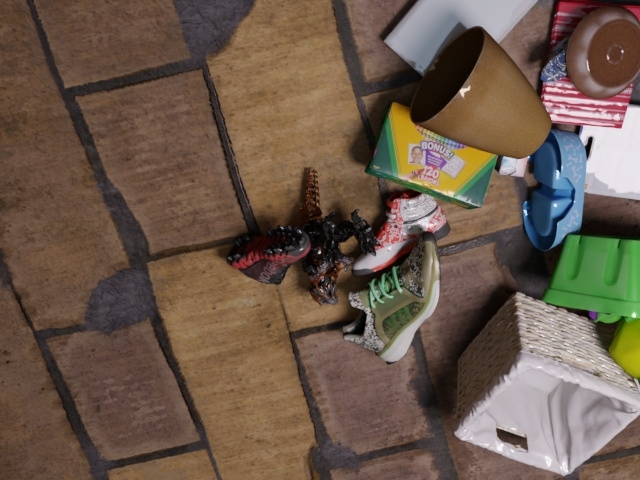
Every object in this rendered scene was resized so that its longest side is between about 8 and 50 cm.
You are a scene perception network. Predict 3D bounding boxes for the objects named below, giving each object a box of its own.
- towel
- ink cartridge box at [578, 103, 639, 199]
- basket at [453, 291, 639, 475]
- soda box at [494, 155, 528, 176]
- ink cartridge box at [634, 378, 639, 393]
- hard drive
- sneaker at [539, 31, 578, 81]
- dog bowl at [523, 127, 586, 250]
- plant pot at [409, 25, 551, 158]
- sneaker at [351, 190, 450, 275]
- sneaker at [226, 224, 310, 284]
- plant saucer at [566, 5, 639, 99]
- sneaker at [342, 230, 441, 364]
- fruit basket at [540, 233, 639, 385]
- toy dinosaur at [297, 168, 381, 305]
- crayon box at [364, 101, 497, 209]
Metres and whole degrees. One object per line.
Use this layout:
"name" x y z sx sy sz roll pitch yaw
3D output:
"towel" 0.613 -0.400 1.493 0.199 0.031 0.274 7 107 6
"ink cartridge box" 0.720 -0.213 1.569 0.224 0.045 0.223 9 110 7
"basket" 0.542 0.349 1.627 0.329 0.266 0.331 21 129 -7
"soda box" 0.465 -0.247 1.559 0.063 0.058 0.183 7 110 -2
"ink cartridge box" 0.872 0.368 1.768 0.143 0.092 0.089 1 111 2
"hard drive" 0.318 -0.501 1.474 0.203 0.040 0.307 38 107 -13
"sneaker" 0.533 -0.406 1.455 0.052 0.058 0.135 40 97 -22
"dog bowl" 0.554 -0.123 1.555 0.074 0.166 0.297 -7 111 -9
"plant pot" 0.365 -0.290 1.427 0.254 0.237 0.237 29 108 -20
"sneaker" 0.173 -0.029 1.629 0.270 0.090 0.145 -27 107 7
"sneaker" -0.106 0.041 1.608 0.276 0.097 0.135 -14 130 45
"plant saucer" 0.631 -0.405 1.427 0.199 0.036 0.198 -5 108 -14
"sneaker" 0.165 0.143 1.607 0.182 0.158 0.410 11 126 -13
"fruit basket" 0.726 0.174 1.525 0.392 0.283 0.391 -4 98 -35
"toy dinosaur" 0.000 0.000 1.601 0.164 0.218 0.321 -37 109 -31
"crayon box" 0.262 -0.195 1.538 0.279 0.081 0.165 19 86 -6
